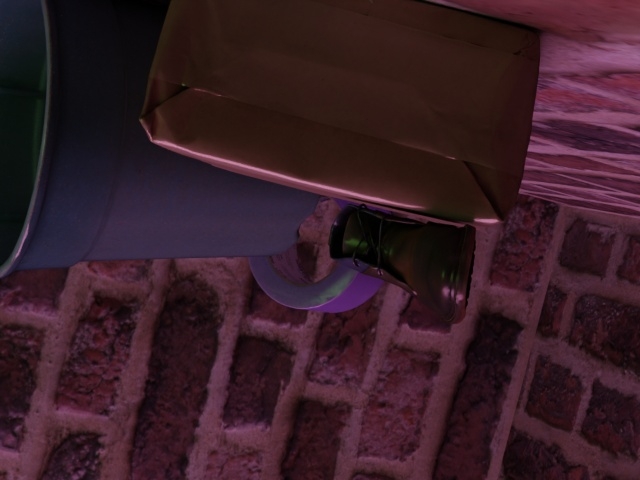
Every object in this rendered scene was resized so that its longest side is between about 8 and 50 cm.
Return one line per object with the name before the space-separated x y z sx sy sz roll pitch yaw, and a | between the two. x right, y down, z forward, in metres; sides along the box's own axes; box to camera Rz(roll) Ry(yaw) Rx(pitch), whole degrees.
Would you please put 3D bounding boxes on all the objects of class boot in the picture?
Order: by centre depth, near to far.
boot | 0.062 0.017 1.084 0.106 0.082 0.219 9 -178 -3

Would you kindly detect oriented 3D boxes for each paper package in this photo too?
paper package | 0.031 -0.119 1.219 0.309 0.168 0.325 15 -179 4

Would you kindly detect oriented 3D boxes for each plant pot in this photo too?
plant pot | -0.191 -0.116 1.503 0.334 0.341 0.341 5 -174 -29

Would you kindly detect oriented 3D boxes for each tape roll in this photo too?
tape roll | 0.000 0.000 1.816 0.189 0.189 0.080 15 -178 31
